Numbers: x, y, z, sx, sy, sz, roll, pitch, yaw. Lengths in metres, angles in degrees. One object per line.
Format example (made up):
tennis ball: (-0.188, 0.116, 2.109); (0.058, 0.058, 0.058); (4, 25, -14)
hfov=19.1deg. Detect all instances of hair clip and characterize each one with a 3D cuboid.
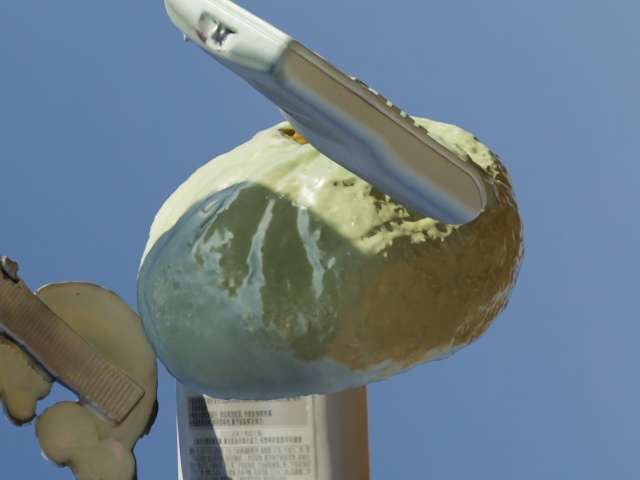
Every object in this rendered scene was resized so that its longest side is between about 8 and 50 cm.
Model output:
hair clip: (-0.164, 0.078, 1.225); (0.172, 0.049, 0.116); (43, -112, -18)

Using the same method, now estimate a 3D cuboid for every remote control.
remote control: (0.004, -0.045, 0.671); (0.029, 0.061, 0.162); (-59, -33, 1)

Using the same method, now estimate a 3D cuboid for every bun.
bun: (0.000, 0.000, 0.940); (0.195, 0.195, 0.118); (-38, -62, -55)

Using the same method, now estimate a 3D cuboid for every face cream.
face cream: (-0.034, 0.104, 1.251); (0.071, 0.144, 0.291); (4, -99, -61)
